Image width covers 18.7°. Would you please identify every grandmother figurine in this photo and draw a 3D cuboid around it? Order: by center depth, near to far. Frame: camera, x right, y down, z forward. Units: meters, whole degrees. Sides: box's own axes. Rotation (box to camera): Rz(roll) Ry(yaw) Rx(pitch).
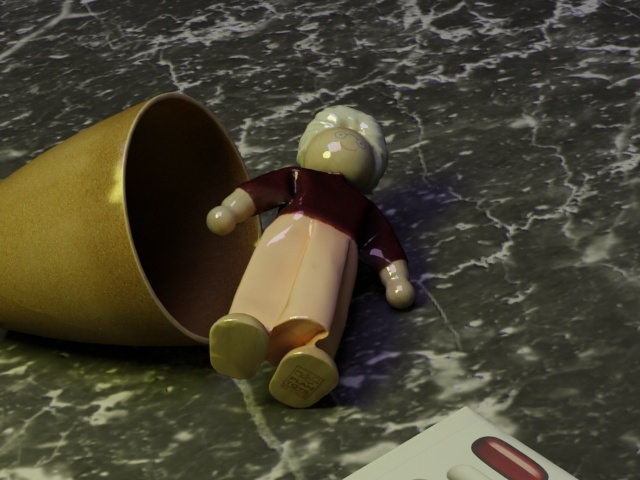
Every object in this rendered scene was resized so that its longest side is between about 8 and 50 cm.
[{"bbox_3d":[0.000,0.000,1.822,0.104,0.208,0.342,-43,22,40],"label":"grandmother figurine"}]

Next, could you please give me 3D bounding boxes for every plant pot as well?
[{"bbox_3d":[-0.222,0.000,1.852,0.254,0.237,0.237,-11,29,27],"label":"plant pot"}]

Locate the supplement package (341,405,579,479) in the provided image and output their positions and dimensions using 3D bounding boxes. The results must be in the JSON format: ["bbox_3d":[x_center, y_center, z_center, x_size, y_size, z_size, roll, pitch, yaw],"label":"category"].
[{"bbox_3d":[0.056,0.275,1.306,0.262,0.204,0.145,-28,35,-24],"label":"supplement package"}]
